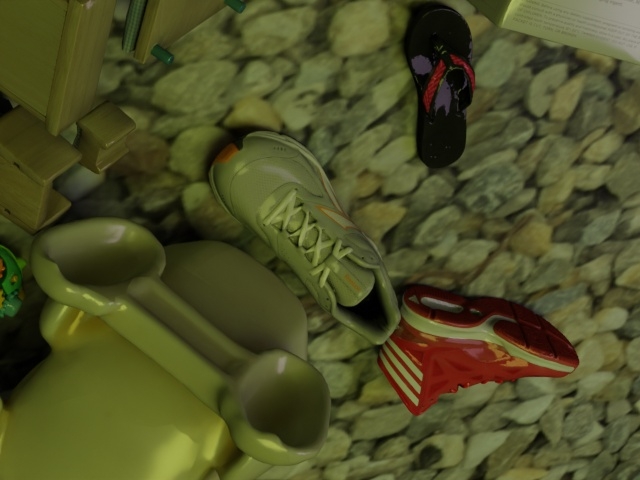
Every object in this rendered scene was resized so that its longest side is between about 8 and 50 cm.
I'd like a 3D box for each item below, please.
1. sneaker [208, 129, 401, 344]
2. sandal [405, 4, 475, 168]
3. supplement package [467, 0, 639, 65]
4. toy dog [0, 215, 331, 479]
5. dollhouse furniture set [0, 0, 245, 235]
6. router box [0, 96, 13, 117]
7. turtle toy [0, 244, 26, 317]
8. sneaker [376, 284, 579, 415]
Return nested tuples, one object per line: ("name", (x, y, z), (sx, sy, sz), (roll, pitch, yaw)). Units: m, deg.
("sneaker", (0.000, 0.000, 1.533), (0.099, 0.121, 0.262), (-43, 128, 4))
("sandal", (0.121, -0.143, 1.552), (0.067, 0.040, 0.179), (-17, 126, -15))
("supplement package", (0.241, -0.329, 1.405), (0.175, 0.177, 0.293), (10, 116, -30))
("toy dog", (-0.208, 0.190, 1.470), (0.284, 0.395, 0.408), (36, 110, -5))
("dollhouse furniture set", (-0.191, -0.224, 1.327), (0.303, 0.198, 0.286), (-43, 164, -41))
("router box", (-0.362, -0.082, 1.356), (0.179, 0.046, 0.133), (19, 110, -33))
("turtle toy", (-0.320, 0.049, 1.445), (0.130, 0.066, 0.095), (-26, 128, -8))
("sneaker", (0.158, 0.129, 1.730), (0.221, 0.087, 0.128), (19, 119, -21))
